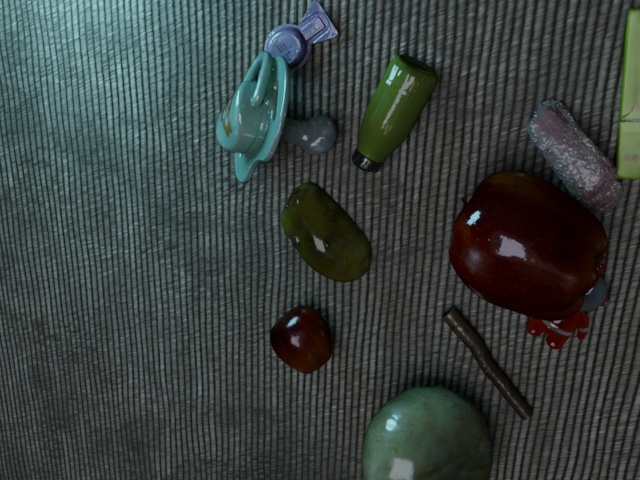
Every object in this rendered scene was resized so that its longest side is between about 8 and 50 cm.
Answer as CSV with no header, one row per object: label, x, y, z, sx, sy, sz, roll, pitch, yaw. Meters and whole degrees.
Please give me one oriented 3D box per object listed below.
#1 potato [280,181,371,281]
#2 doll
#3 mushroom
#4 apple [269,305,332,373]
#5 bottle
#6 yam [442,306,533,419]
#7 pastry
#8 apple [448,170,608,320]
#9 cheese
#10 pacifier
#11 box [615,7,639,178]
potato,0.000,0.000,1.801,0.160,0.111,0.272,-40,93,28
doll,0.559,0.139,1.653,0.142,0.076,0.245,31,122,7
mushroom,0.260,0.523,1.817,0.260,0.352,0.353,26,130,61
apple,-0.044,0.258,1.904,0.156,0.147,0.158,-38,95,8
bottle,0.152,-0.270,1.628,0.112,0.112,0.260,32,119,7
yam,0.407,0.298,1.795,0.045,0.045,0.327,-38,95,-2
pastry,0.519,-0.167,1.511,0.102,0.112,0.265,-39,87,20
apple,0.422,0.011,1.535,0.316,0.288,0.288,27,118,14
cheese,-0.054,-0.450,1.679,0.190,0.042,0.105,-29,99,28
pacifier,-0.088,-0.273,1.683,0.343,0.269,0.289,-24,59,61
box,0.685,-0.283,1.448,0.186,0.047,0.335,5,113,21
